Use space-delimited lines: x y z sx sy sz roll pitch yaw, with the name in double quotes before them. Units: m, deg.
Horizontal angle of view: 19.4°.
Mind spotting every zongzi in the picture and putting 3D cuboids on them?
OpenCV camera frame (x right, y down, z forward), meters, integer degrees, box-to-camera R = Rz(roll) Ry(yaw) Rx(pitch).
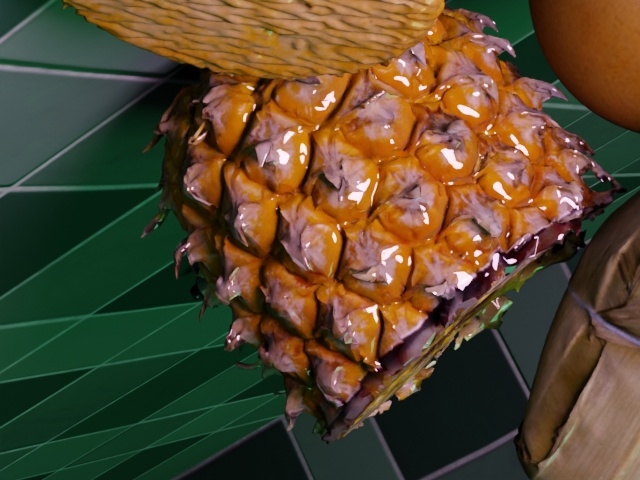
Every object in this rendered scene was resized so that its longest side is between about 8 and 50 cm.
"zongzi" 0.306 -0.013 1.455 0.356 0.174 0.393 -55 165 -56

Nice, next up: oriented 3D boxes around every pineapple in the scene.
"pineapple" 0.037 -0.034 1.494 0.352 0.300 0.352 -34 165 -11

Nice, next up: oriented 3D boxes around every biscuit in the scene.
"biscuit" -0.049 -0.165 1.112 0.254 0.035 0.254 8 157 3

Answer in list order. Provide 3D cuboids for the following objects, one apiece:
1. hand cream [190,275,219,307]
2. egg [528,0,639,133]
"hand cream" -0.050 -0.004 2.145 0.248 0.052 0.075 -36 -171 16
"egg" 0.298 -0.219 1.393 0.250 0.250 0.322 -13 155 -48
